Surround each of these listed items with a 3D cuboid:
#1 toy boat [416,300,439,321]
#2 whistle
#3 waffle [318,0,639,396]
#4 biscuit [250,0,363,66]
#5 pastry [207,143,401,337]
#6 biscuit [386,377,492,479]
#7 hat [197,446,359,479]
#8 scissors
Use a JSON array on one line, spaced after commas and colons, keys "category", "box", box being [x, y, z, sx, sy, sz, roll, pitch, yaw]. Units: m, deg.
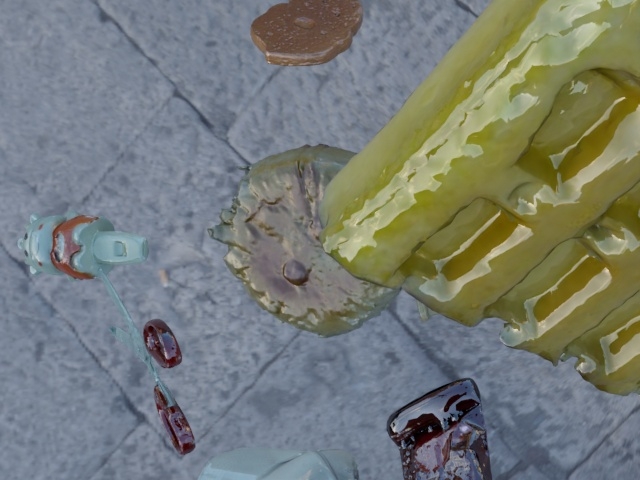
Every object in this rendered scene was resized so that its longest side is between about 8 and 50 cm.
[{"category": "toy boat", "box": [0.189, 0.043, 1.579, 0.061, 0.188, 0.116, -8, 117, 11]}, {"category": "whistle", "box": [-0.380, 0.011, 1.484, 0.253, 0.106, 0.101, 3, 125, 24]}, {"category": "waffle", "box": [0.157, -0.029, 0.393, 0.221, 0.248, 0.055, -46, 34, 31]}, {"category": "biscuit", "box": [-0.012, -0.211, 0.934, 0.102, 0.019, 0.130, 17, 49, 20]}, {"category": "pastry", "box": [0.000, 0.000, 1.491, 0.330, 0.136, 0.329, 6, 109, 19]}, {"category": "biscuit", "box": [0.157, 0.306, 1.188, 0.151, 0.063, 0.235, -30, 50, 32]}, {"category": "hat", "box": [-0.084, 0.469, 1.695, 0.302, 0.168, 0.257, 11, 69, 11]}, {"category": "scissors", "box": [-0.190, 0.111, 0.989, 0.248, 0.017, 0.144, 36, 136, 54]}]
